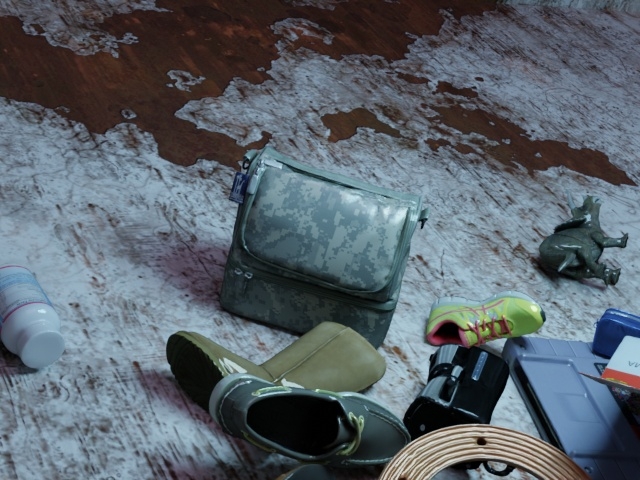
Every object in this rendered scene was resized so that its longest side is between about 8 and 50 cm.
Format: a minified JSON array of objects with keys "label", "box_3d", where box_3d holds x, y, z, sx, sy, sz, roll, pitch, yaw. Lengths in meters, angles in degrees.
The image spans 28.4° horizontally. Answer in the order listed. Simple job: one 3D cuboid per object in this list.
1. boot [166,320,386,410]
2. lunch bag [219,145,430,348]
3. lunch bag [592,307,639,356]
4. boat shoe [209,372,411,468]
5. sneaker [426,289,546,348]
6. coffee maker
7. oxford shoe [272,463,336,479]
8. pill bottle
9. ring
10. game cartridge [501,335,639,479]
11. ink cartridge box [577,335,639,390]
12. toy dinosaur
[{"label":"boot","box_3d":[-0.065,0.181,1.877,0.236,0.089,0.269,42,38,16]},{"label":"lunch bag","box_3d":[0.000,0.000,2.031,0.305,0.256,0.212,17,30,2]},{"label":"lunch bag","box_3d":[0.501,0.156,2.104,0.098,0.067,0.065,21,23,20]},{"label":"boat shoe","box_3d":[0.001,0.254,1.706,0.305,0.109,0.091,17,0,-28]},{"label":"sneaker","box_3d":[0.266,0.142,2.065,0.209,0.081,0.094,-8,29,32]},{"label":"coffee maker","box_3d":[0.221,0.254,1.884,0.171,0.120,0.178,44,33,-4]},{"label":"oxford shoe","box_3d":[-0.056,0.337,1.641,0.076,0.076,0.212,-12,-3,38]},{"label":"pill bottle","box_3d":[-0.426,0.109,1.812,0.087,0.087,0.160,-7,38,-34]},{"label":"ring","box_3d":[0.231,0.386,1.668,0.337,0.032,0.336,6,45,-6]},{"label":"game cartridge","box_3d":[0.447,0.277,1.991,0.230,0.068,0.355,2,33,-15]},{"label":"ink cartridge box","box_3d":[0.562,0.202,1.795,0.308,0.091,0.385,13,-4,27]},{"label":"toy dinosaur","box_3d":[0.482,0.024,2.399,0.160,0.121,0.313,18,33,27]}]
